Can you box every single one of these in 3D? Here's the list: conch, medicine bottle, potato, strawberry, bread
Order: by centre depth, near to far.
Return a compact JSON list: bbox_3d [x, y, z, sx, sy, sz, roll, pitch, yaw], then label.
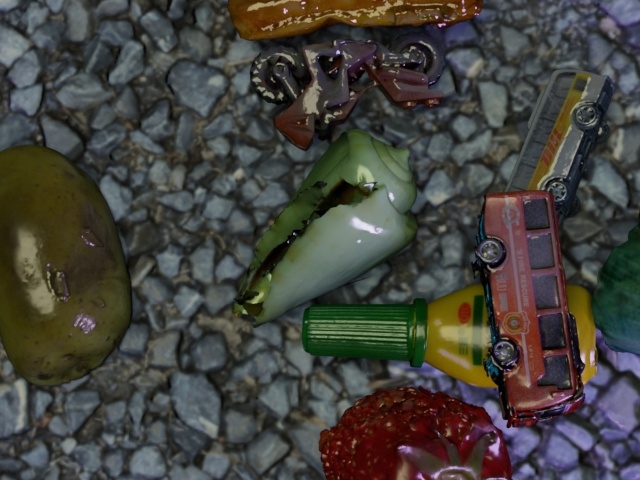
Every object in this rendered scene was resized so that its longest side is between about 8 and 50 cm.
[{"bbox_3d":[0.377,0.015,1.598,0.196,0.134,0.202,-7,95,-26],"label":"conch"},{"bbox_3d":[0.086,0.234,1.615,0.201,0.184,0.186,25,91,41],"label":"strawberry"},{"bbox_3d":[-0.002,-0.008,1.665,0.251,0.143,0.137,-36,117,-3],"label":"conch"},{"bbox_3d":[0.134,0.098,1.667,0.309,0.076,0.111,0,73,11],"label":"medicine bottle"},{"bbox_3d":[0.039,-0.266,1.712,0.271,0.139,0.077,-6,124,7],"label":"bread"},{"bbox_3d":[-0.308,0.018,1.738,0.160,0.111,0.271,-17,78,9],"label":"potato"}]

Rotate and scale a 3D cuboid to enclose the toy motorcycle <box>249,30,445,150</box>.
[{"bbox_3d":[0.033,-0.160,1.722,0.213,0.084,0.118,-7,79,-4],"label":"toy motorcycle"}]

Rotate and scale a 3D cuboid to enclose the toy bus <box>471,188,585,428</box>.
[{"bbox_3d":[0.204,0.066,1.587,0.096,0.073,0.234,-8,73,2],"label":"toy bus"}]

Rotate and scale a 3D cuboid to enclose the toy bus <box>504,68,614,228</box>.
[{"bbox_3d":[0.249,-0.088,1.684,0.075,0.064,0.190,19,85,24],"label":"toy bus"}]
